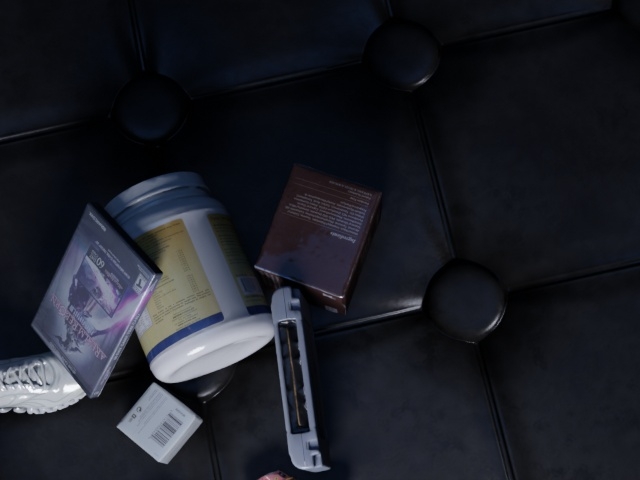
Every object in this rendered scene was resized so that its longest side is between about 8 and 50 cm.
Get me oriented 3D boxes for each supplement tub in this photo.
[{"bbox_3d":[-0.234,0.063,1.757,0.228,0.228,0.316,-23,75,-4],"label":"supplement tub"}]

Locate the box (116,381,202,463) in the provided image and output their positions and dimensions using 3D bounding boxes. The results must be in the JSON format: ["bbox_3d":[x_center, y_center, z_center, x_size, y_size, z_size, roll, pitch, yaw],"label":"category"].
[{"bbox_3d":[-0.278,0.319,1.764,0.102,0.087,0.101,37,80,12],"label":"box"}]

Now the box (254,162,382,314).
[{"bbox_3d":[0.000,0.000,1.793,0.167,0.168,0.203,19,76,7],"label":"box"}]

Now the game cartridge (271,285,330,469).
[{"bbox_3d":[-0.032,0.241,1.715,0.062,0.198,0.297,-8,74,0],"label":"game cartridge"}]

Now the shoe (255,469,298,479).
[{"bbox_3d":[-0.048,0.429,1.735,0.178,0.063,0.081,-18,80,2],"label":"shoe"}]

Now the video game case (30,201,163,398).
[{"bbox_3d":[-0.384,0.101,1.712,0.196,0.026,0.274,43,115,27],"label":"video game case"}]

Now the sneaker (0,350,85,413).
[{"bbox_3d":[-0.536,0.252,1.780,0.292,0.118,0.110,-12,73,-2],"label":"sneaker"}]
